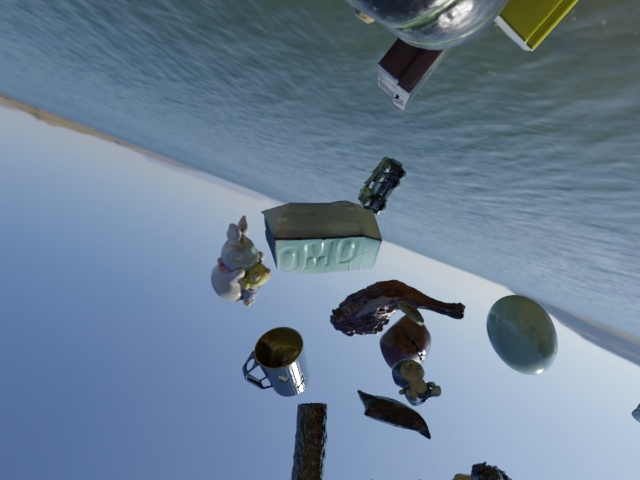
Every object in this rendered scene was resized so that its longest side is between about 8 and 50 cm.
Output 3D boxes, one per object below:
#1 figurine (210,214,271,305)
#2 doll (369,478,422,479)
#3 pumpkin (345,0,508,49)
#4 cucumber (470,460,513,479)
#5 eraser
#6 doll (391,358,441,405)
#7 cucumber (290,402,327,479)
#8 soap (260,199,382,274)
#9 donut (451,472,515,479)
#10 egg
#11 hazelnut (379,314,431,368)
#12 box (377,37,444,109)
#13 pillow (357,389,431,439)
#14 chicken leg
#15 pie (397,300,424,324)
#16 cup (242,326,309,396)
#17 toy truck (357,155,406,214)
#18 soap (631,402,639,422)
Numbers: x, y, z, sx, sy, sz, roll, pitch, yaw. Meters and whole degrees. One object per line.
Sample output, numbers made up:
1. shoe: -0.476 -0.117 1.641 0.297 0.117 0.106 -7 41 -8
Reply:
1. figurine: -0.208 0.060 1.131 0.127 0.236 0.155 -24 -117 -41
2. doll: 0.159 0.508 0.792 0.207 0.129 0.081 6 174 27
3. pumpkin: 0.121 -0.401 0.546 0.323 0.241 0.323 36 -155 -20
4. cucumber: 0.264 0.367 0.600 0.181 0.053 0.053 52 172 -20
5. eraser: 0.605 -0.664 1.170 0.158 0.226 0.069 34 -158 -18
6. doll: 0.159 0.249 0.746 0.076 0.050 0.083 -1 -134 -28
7. cucumber: -0.026 0.450 0.775 0.067 0.294 0.068 4 148 3
8. soap: 0.000 0.000 0.861 0.230 0.145 0.091 -6 -128 -9
9. donut: 0.305 0.467 0.768 0.146 0.078 0.181 -3 144 17
10. egg: 0.544 0.255 1.144 0.231 0.168 0.168 63 175 -10
11. hazelnut: 0.327 0.392 1.593 0.181 0.212 0.181 47 158 15
12. box: 0.213 -0.394 0.869 0.086 0.215 0.215 39 -169 0
13. pillow: 0.151 0.354 0.872 0.150 0.048 0.090 21 170 -5
14. chicken leg: 0.218 0.196 1.262 0.406 0.158 0.096 -10 176 15
15. pie: 0.233 0.184 1.086 0.084 0.021 0.084 34 -165 -10
16. cup: -0.115 0.339 1.136 0.176 0.155 0.131 -21 -141 -9
17. toy truck: 0.177 -0.171 1.263 0.077 0.169 0.100 19 -158 -28
18. soap: 0.639 0.210 0.654 0.087 0.265 0.160 45 169 16
